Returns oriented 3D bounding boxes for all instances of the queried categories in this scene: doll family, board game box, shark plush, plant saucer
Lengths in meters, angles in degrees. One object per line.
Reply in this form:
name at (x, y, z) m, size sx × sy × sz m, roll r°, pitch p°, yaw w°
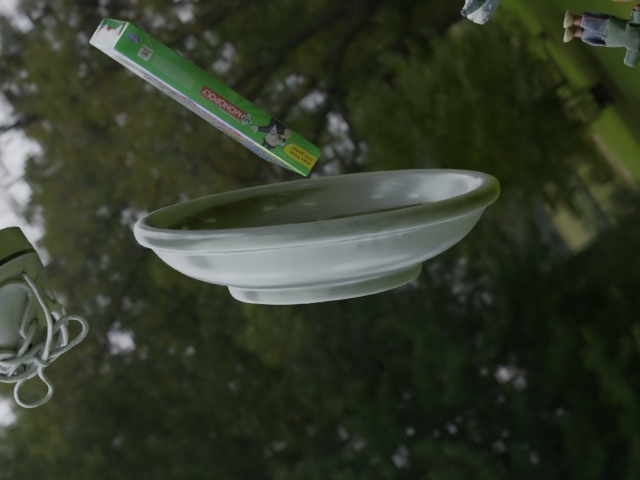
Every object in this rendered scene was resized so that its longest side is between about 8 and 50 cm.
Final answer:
doll family at (0.269, -0.233, 1.427) m, size 0.193 × 0.111 × 0.076 m, roll 80°, pitch -154°, yaw -54°
board game box at (-0.162, -0.201, 2.351) m, size 0.317 × 0.046 × 0.213 m, roll 33°, pitch 179°, yaw -18°
shark plush at (0.260, -0.377, 2.434) m, size 0.067 × 0.161 × 0.073 m, roll 25°, pitch -150°, yaw -29°
plant saucer at (0.000, 0.000, 1.857) m, size 0.400 × 0.400 × 0.100 m, roll -88°, pitch -9°, yaw -82°

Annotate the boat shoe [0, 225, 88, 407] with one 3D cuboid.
boat shoe at (-0.318, 0.094, 1.759) m, size 0.156 × 0.136 × 0.367 m, roll 54°, pitch 172°, yaw 5°
